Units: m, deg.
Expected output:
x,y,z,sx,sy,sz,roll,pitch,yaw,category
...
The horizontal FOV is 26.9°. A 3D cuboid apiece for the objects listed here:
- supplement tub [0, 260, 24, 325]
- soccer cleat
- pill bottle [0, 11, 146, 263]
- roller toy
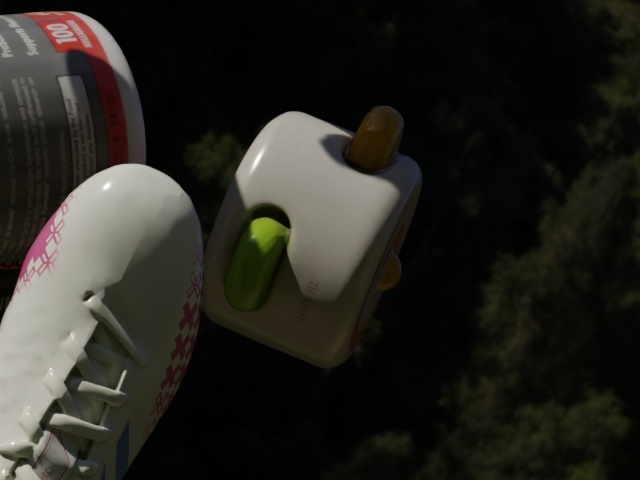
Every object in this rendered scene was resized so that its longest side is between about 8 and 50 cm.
x,y,z,sx,sy,sz,roll,pitch,yaw,category
-0.356,-0.042,1.402,0.207,0.338,0.207,11,23,-5,supplement tub
-0.152,0.119,0.773,0.116,0.331,0.143,23,7,-12,soccer cleat
-0.344,-0.071,1.083,0.362,0.210,0.210,-11,17,-34,pill bottle
0.000,0.000,1.113,0.146,0.209,0.191,23,-24,7,roller toy
